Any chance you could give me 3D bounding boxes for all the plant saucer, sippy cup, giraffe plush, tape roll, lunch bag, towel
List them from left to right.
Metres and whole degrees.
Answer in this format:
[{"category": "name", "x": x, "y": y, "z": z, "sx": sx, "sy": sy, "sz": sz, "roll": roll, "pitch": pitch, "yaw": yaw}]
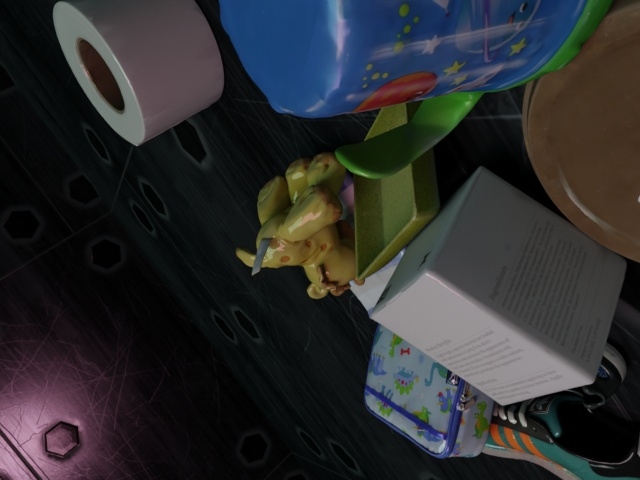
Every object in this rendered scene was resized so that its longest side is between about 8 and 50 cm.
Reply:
[{"category": "tape roll", "x": -0.306, "y": -0.312, "z": 0.891, "sx": 0.246, "sy": 0.169, "sz": 0.246, "roll": 37, "pitch": 150, "yaw": 26}, {"category": "giraffe plush", "x": 0.000, "y": 0.000, "z": 0.773, "sx": 0.170, "sy": 0.210, "sz": 0.181, "roll": 37, "pitch": 154, "yaw": -30}, {"category": "towel", "x": 0.059, "y": 0.009, "z": 0.869, "sx": 0.285, "sy": 0.034, "sz": 0.209, "roll": 53, "pitch": 152, "yaw": -1}, {"category": "sippy cup", "x": 0.051, "y": -0.199, "z": 0.376, "sx": 0.240, "sy": 0.224, "sz": 0.305, "roll": 3, "pitch": 116, "yaw": 61}, {"category": "plant saucer", "x": 0.090, "y": -0.066, "z": 0.629, "sx": 0.188, "sy": 0.045, "sz": 0.188, "roll": 121, "pitch": 153, "yaw": -61}, {"category": "lunch bag", "x": 0.157, "y": 0.211, "z": 0.777, "sx": 0.219, "sy": 0.090, "sz": 0.176, "roll": 16, "pitch": 94, "yaw": 62}, {"category": "plant saucer", "x": 0.283, "y": -0.077, "z": 0.410, "sx": 0.278, "sy": 0.041, "sz": 0.278, "roll": 36, "pitch": 149, "yaw": 26}]

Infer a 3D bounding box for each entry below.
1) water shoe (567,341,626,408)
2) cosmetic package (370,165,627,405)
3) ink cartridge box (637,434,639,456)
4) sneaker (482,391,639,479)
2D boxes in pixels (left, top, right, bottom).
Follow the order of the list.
[{"category": "water shoe", "x": 0.264, "y": 0.135, "z": 0.652, "sx": 0.203, "sy": 0.080, "sz": 0.073, "roll": 17, "pitch": 137, "yaw": 49}, {"category": "cosmetic package", "x": 0.183, "y": 0.054, "z": 0.557, "sx": 0.183, "sy": 0.151, "sz": 0.151, "roll": 34, "pitch": 151, "yaw": 1}, {"category": "ink cartridge box", "x": 0.382, "y": 0.136, "z": 0.420, "sx": 0.154, "sy": 0.093, "sz": 0.212, "roll": 19, "pitch": 141, "yaw": 21}, {"category": "sneaker", "x": 0.298, "y": 0.245, "z": 0.720, "sx": 0.302, "sy": 0.108, "sz": 0.121, "roll": 13, "pitch": 133, "yaw": 41}]
